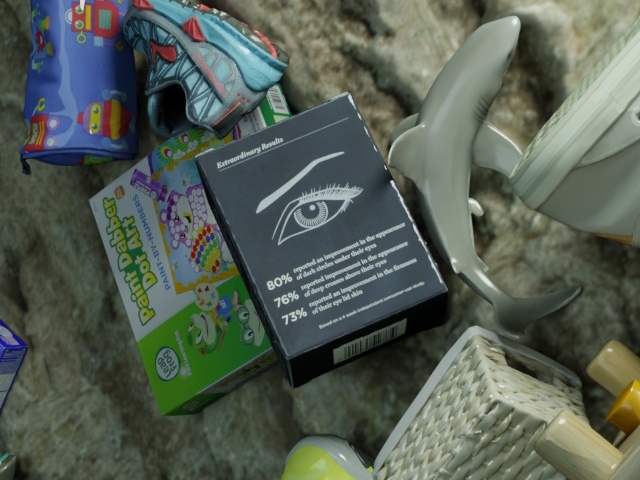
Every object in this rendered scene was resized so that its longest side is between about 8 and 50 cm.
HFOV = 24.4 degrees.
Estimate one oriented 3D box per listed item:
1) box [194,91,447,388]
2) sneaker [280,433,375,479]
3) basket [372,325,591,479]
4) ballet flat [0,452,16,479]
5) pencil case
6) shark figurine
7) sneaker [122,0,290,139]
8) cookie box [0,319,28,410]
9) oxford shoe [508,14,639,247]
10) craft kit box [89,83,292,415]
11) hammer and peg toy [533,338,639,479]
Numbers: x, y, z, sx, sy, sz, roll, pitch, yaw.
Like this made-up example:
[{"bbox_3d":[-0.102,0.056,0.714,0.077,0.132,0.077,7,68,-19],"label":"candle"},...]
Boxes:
[{"bbox_3d":[0.000,0.000,1.298,0.153,0.108,0.207,-22,72,-6],"label":"box"},{"bbox_3d":[-0.012,0.366,1.313,0.145,0.147,0.384,2,88,40],"label":"sneaker"},{"bbox_3d":[0.133,0.175,1.207,0.167,0.113,0.103,-58,19,22],"label":"basket"},{"bbox_3d":[-0.394,0.309,1.673,0.213,0.072,0.068,-35,95,32],"label":"ballet flat"},{"bbox_3d":[-0.255,-0.221,1.546,0.133,0.119,0.306,-7,84,59],"label":"pencil case"},{"bbox_3d":[0.107,-0.041,1.263,0.166,0.116,0.278,-16,76,38],"label":"shark figurine"},{"bbox_3d":[-0.140,-0.165,1.415,0.125,0.104,0.262,-59,32,-2],"label":"sneaker"},{"bbox_3d":[-0.389,0.142,1.681,0.092,0.040,0.107,38,110,32],"label":"cookie box"},{"bbox_3d":[0.325,-0.167,1.087,0.130,0.169,0.449,40,110,1],"label":"oxford shoe"},{"bbox_3d":[-0.099,0.010,1.456,0.247,0.061,0.249,-35,67,34],"label":"craft kit box"},{"bbox_3d":[0.314,0.037,1.022,0.127,0.266,0.361,39,112,9],"label":"hammer and peg toy"}]
